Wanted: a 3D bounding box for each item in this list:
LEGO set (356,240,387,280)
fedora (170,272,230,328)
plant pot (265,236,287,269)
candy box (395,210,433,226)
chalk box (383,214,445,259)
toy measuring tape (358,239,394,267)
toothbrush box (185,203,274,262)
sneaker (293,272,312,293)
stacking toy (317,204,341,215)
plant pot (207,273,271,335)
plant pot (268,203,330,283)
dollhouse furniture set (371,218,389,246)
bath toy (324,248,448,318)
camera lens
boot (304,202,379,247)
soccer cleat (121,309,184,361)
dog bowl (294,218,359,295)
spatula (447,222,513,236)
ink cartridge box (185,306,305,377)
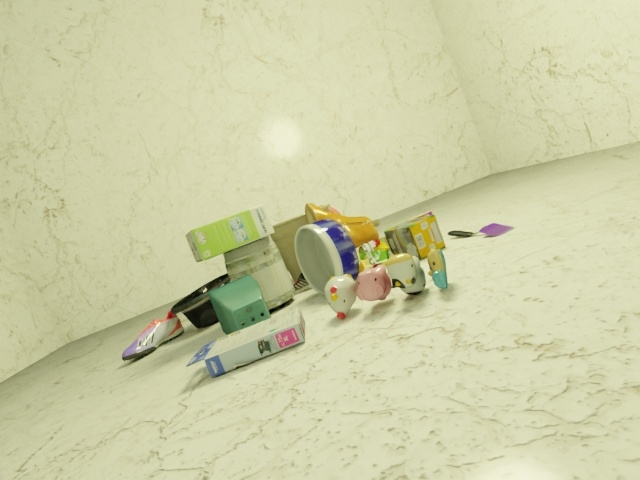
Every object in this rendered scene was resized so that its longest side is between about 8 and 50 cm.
[{"bbox_3d":[0.155,0.085,1.610,0.107,0.132,0.287,-14,-5,-24],"label":"LEGO set"},{"bbox_3d":[-0.489,0.281,1.957,0.334,0.152,0.334,-29,8,5],"label":"fedora"},{"bbox_3d":[-0.288,0.090,2.197,0.228,0.227,0.207,-16,-25,30],"label":"plant pot"},{"bbox_3d":[0.433,-0.051,1.953,0.187,0.109,0.053,-23,5,-24],"label":"candy box"},{"bbox_3d":[0.342,-0.004,1.671,0.132,0.132,0.213,-24,6,-24],"label":"chalk box"},{"bbox_3d":[0.215,0.063,1.684,0.121,0.121,0.330,-22,14,-2],"label":"toy measuring tape"},{"bbox_3d":[-0.346,-0.025,1.656,0.283,0.122,0.206,-24,5,-23],"label":"toothbrush box"},{"bbox_3d":[-0.082,0.176,1.862,0.170,0.074,0.063,-20,5,18],"label":"sneaker"},{"bbox_3d":[0.000,0.000,2.200,0.309,0.279,0.130,-44,7,24],"label":"stacking toy"},{"bbox_3d":[-0.257,0.236,1.475,0.166,0.165,0.234,-23,13,-18],"label":"plant pot"},{"bbox_3d":[-0.061,0.034,1.991,0.334,0.305,0.334,-21,4,2],"label":"plant pot"},{"bbox_3d":[0.294,-0.037,2.096,0.182,0.161,0.101,-20,5,30],"label":"dollhouse furniture set"},{"bbox_3d":[0.160,0.120,1.164,0.348,0.151,0.129,-20,40,26],"label":"bath toy"},{"bbox_3d":[-0.240,0.142,1.727,0.219,0.274,0.219,-22,4,2],"label":"camera lens"},{"bbox_3d":[0.083,-0.069,1.756,0.211,0.104,0.295,-16,46,-24],"label":"boot"},{"bbox_3d":[-0.719,0.403,1.863,0.109,0.116,0.318,-19,5,30],"label":"soccer cleat"},{"bbox_3d":[0.018,0.059,1.588,0.104,0.264,0.265,-22,4,-29],"label":"dog bowl"},{"bbox_3d":[0.564,-0.032,1.607,0.084,0.030,0.296,-26,6,-21],"label":"spatula"},{"bbox_3d":[-0.193,0.282,1.208,0.311,0.065,0.186,-19,4,0],"label":"ink cartridge box"}]
